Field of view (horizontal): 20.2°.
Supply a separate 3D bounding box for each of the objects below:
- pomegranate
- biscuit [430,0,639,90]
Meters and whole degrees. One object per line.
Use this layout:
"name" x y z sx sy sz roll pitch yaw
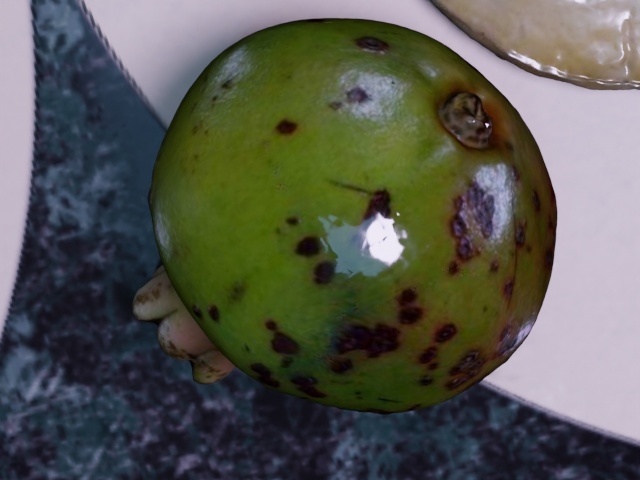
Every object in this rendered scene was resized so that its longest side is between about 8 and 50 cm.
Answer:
"pomegranate" 0.000 0.000 0.891 0.202 0.202 0.248 47 134 -7
"biscuit" 0.206 -0.151 0.894 0.290 0.038 0.141 -32 100 12
